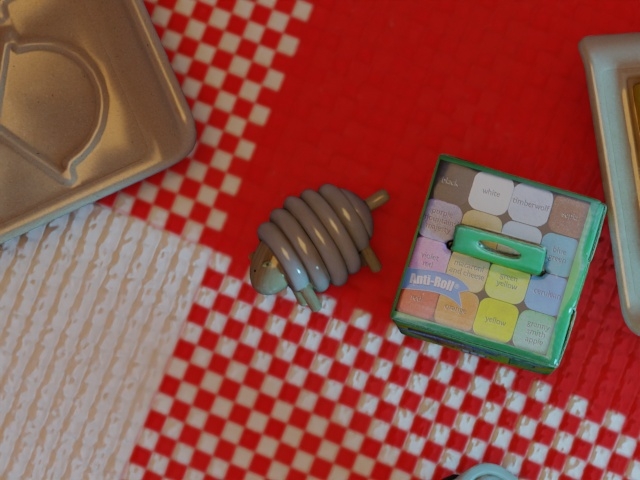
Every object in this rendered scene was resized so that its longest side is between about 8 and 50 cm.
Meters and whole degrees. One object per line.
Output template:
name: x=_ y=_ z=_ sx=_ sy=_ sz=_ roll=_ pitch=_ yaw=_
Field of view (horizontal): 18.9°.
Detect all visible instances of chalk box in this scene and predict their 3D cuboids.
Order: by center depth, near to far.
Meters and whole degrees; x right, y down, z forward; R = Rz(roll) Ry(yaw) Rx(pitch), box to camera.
chalk box: x=0.133 y=0.021 z=1.446 sx=0.132 sy=0.213 sz=0.132 roll=17 pitch=86 yaw=8

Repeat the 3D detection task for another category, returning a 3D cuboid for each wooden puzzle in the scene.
wooden puzzle: x=0.315 y=-0.053 z=1.474 sx=0.221 sy=0.044 sz=0.239 roll=-6 pitch=81 yaw=-24
wooden puzzle: x=-0.305 y=-0.147 z=1.582 sx=0.348 sy=0.080 sz=0.322 roll=-25 pitch=82 yaw=8

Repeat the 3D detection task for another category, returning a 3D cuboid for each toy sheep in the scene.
toy sheep: x=0.000 y=0.000 z=1.530 sx=0.132 sy=0.091 sz=0.091 roll=-34 pitch=82 yaw=-12

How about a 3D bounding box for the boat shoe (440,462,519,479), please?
boat shoe: x=0.171 y=0.316 z=1.479 sx=0.114 sy=0.091 sz=0.302 roll=-19 pitch=78 yaw=-41
